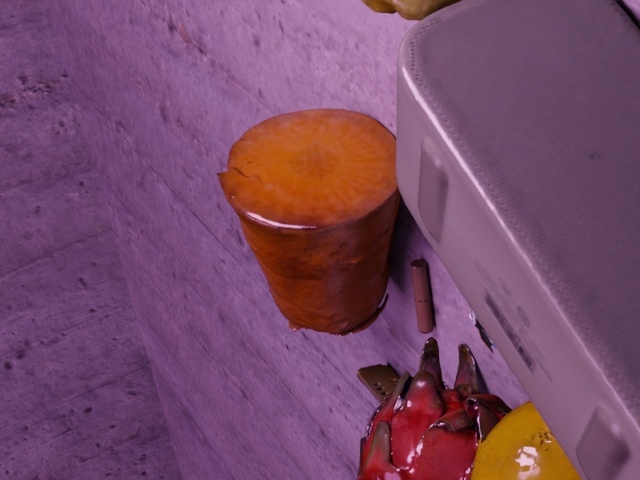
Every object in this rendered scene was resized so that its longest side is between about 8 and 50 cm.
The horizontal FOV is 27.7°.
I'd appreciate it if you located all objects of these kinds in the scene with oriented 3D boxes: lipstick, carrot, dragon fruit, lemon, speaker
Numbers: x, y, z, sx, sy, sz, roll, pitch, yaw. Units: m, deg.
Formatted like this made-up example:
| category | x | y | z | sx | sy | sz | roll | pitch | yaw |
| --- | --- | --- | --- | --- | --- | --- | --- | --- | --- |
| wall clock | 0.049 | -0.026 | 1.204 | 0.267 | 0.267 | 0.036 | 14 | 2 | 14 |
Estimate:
| category | x | y | z | sx | sy | sz | roll | pitch | yaw |
| --- | --- | --- | --- | --- | --- | --- | --- | --- | --- |
| lipstick | 0.114 | 0.063 | 1.454 | 0.019 | 0.019 | 0.094 | 43 | 150 | 49 |
| carrot | 0.000 | 0.000 | 1.441 | 0.196 | 0.196 | 0.254 | 52 | 161 | 36 |
| dragon fruit | 0.131 | 0.239 | 1.360 | 0.192 | 0.193 | 0.274 | 136 | 120 | -77 |
| lemon | 0.217 | 0.220 | 1.128 | 0.173 | 0.173 | 0.206 | -166 | 79 | -67 |
| speaker | 0.205 | 0.022 | 0.924 | 0.406 | 0.183 | 0.184 | 59 | 165 | 24 |

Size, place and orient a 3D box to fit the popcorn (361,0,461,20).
| category | x | y | z | sx | sy | sz | roll | pitch | yaw |
| --- | --- | --- | --- | --- | --- | --- | --- | --- | --- |
| popcorn | 0.059 | -0.249 | 0.986 | 0.197 | 0.197 | 0.156 | 44 | 120 | 49 |

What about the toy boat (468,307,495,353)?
| category | x | y | z | sx | sy | sz | roll | pitch | yaw |
| --- | --- | --- | --- | --- | --- | --- | --- | --- | --- |
| toy boat | 0.160 | 0.061 | 1.246 | 0.105 | 0.034 | 0.149 | 45 | -164 | -39 |

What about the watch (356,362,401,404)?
| category | x | y | z | sx | sy | sz | roll | pitch | yaw |
| --- | --- | --- | --- | --- | --- | --- | --- | --- | --- |
| watch | 0.127 | 0.270 | 1.575 | 0.268 | 0.102 | 0.165 | -132 | 23 | -61 |
